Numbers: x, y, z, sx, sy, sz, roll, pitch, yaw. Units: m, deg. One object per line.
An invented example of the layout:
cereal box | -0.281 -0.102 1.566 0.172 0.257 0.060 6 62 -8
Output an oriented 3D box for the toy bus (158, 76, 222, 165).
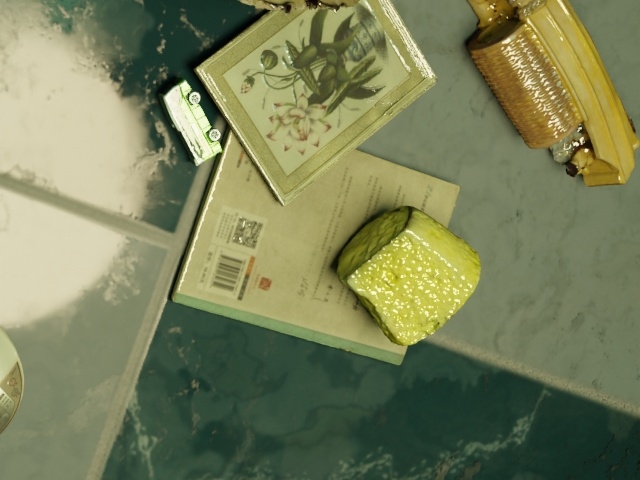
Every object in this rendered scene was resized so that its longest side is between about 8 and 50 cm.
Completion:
toy bus | -0.128 -0.118 1.479 0.037 0.031 0.083 -31 112 -10

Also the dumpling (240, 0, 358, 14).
dumpling | -0.100 -0.286 1.435 0.332 0.086 0.166 28 58 -27

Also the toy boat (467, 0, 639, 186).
toy boat | 0.239 -0.178 1.632 0.115 0.089 0.310 -43 115 -26

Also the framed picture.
framed picture | 0.000 -0.168 1.534 0.231 0.010 0.173 -42 109 -22

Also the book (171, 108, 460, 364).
book | 0.000 0.000 1.570 0.282 0.025 0.215 20 89 -29

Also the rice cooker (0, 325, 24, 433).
rice cooker | -0.360 0.100 1.336 0.145 0.127 0.206 -47 113 -15

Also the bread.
bread | 0.090 0.031 1.544 0.129 0.111 0.114 -42 113 12
